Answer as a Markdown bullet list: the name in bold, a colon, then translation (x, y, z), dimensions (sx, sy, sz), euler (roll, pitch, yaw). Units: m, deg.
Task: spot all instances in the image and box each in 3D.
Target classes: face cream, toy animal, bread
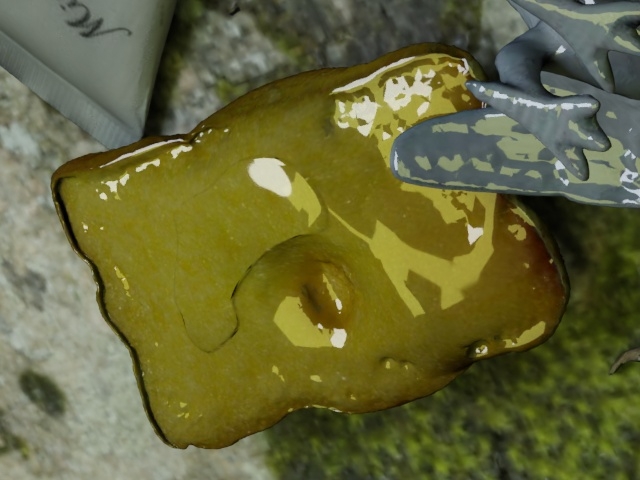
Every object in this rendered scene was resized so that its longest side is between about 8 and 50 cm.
- **face cream**: translation (-0.096, -0.187, 0.890), dimensions (0.143, 0.089, 0.314), euler (35, 134, 9)
- **toy animal**: translation (0.124, -0.088, 0.769), dimensions (0.255, 0.176, 0.239), euler (35, 127, 16)
- **bread**: translation (0.000, 0.000, 0.916), dimensions (0.233, 0.088, 0.161), euler (-15, 110, 28)

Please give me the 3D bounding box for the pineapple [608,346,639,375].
- **pineapple**: translation (0.210, 0.154, 0.830), dimensions (0.262, 0.262, 0.272), euler (12, 94, 21)
